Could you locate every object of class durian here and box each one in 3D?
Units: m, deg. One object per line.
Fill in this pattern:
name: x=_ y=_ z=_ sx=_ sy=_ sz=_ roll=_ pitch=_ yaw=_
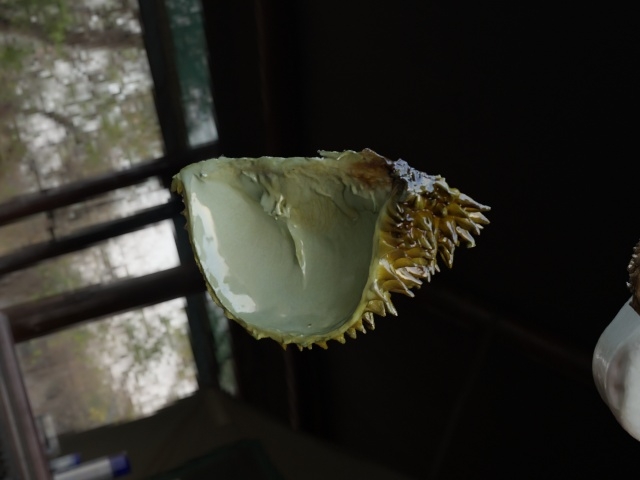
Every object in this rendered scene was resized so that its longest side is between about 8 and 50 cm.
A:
durian: x=0.000 y=0.000 z=0.894 sx=0.252 sy=0.144 sz=0.139 roll=5 pitch=-43 yaw=45

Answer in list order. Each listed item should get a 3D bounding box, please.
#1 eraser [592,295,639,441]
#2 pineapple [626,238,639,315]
eraser: x=0.421 y=0.080 z=0.963 sx=0.150 sy=0.331 sz=0.331 roll=-44 pitch=120 yaw=-84
pineapple: x=0.172 y=0.004 z=0.578 sx=0.124 sy=0.058 sz=0.058 roll=-51 pitch=133 yaw=-67
